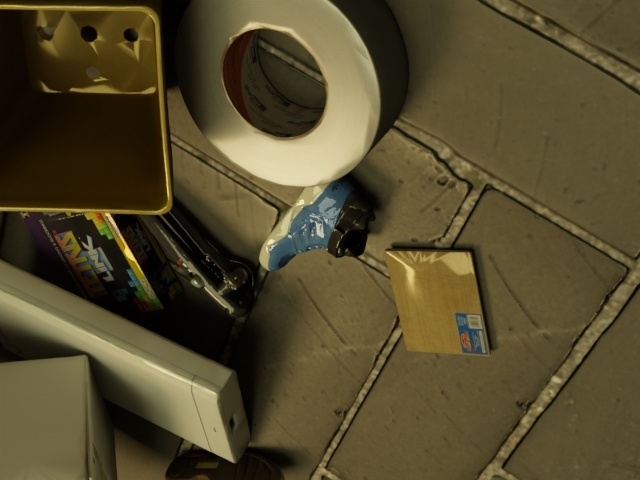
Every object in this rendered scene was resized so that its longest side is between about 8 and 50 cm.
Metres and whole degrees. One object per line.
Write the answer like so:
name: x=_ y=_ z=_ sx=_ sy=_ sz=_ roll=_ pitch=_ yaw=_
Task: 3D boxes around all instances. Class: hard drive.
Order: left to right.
hard drive: x=-0.257 y=0.145 z=1.373 sx=0.353 sy=0.047 sz=0.233 roll=24 pitch=154 yaw=15

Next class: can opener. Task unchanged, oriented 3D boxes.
can opener: x=-0.144 y=0.016 z=1.270 sx=0.186 sy=0.059 sz=0.073 roll=47 pitch=131 yaw=-5

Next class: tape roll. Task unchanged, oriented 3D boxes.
tape roll: x=-0.029 y=-0.163 z=1.078 sx=0.219 sy=0.072 sz=0.219 roll=14 pitch=125 yaw=21

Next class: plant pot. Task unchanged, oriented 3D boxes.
plant pot: x=-0.244 y=-0.166 z=1.098 sx=0.212 sy=0.187 sz=0.212 roll=1 pitch=124 yaw=1

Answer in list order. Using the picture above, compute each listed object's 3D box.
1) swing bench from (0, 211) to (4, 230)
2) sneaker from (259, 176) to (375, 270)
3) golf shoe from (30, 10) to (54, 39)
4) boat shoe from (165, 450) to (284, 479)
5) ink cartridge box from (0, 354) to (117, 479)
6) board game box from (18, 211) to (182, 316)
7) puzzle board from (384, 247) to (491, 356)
swing bench: x=-0.526 y=-0.052 z=1.376 sx=0.255 sy=0.165 sz=0.253 roll=31 pitch=130 yaw=8
sneaker: x=0.000 y=0.000 z=1.177 sx=0.084 sy=0.058 sz=0.152 roll=44 pitch=125 yaw=9
golf shoe: x=-0.337 y=-0.285 z=1.167 sx=0.067 sy=0.086 sz=0.186 roll=-17 pitch=112 yaw=36
boat shoe: x=-0.112 y=0.316 z=1.454 sx=0.190 sy=0.068 sz=0.072 roll=-1 pitch=132 yaw=42
ink cartridge box: x=-0.459 y=0.277 z=1.377 sx=0.395 sy=0.166 sz=0.285 roll=-4 pitch=154 yaw=-5
board game box: x=-0.264 y=0.011 z=1.343 sx=0.141 sy=0.048 sz=0.170 roll=-14 pitch=112 yaw=35
puzzle board: x=0.124 y=0.064 z=1.179 sx=0.096 sy=0.011 sz=0.128 roll=1 pitch=121 yaw=28
